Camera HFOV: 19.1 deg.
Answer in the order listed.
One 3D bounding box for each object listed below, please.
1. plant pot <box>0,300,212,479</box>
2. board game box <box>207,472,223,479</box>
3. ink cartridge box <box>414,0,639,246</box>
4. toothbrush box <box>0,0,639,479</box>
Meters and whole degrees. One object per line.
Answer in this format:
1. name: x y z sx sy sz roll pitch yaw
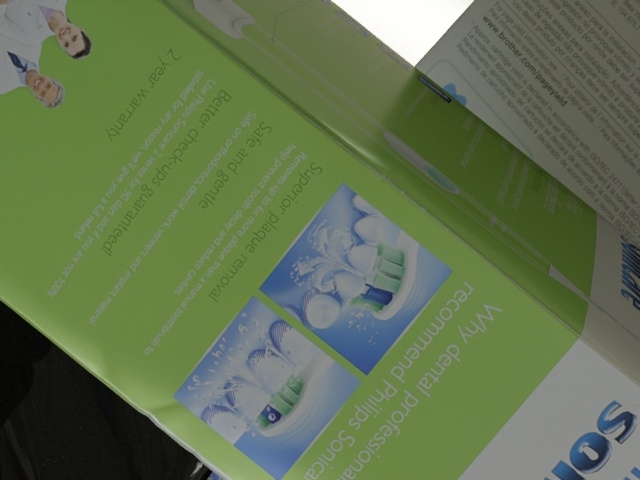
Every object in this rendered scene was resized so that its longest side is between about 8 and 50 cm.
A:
1. plant pot: -0.169 0.099 1.038 0.167 0.187 0.188 -20 -85 -41
2. board game box: -0.076 0.179 1.218 0.336 0.079 0.254 -35 -75 10
3. ink cartridge box: 0.156 -0.069 0.845 0.311 0.065 0.186 -49 -119 19
4. toothbrush box: 0.000 0.000 0.700 0.283 0.206 0.122 37 -75 0
